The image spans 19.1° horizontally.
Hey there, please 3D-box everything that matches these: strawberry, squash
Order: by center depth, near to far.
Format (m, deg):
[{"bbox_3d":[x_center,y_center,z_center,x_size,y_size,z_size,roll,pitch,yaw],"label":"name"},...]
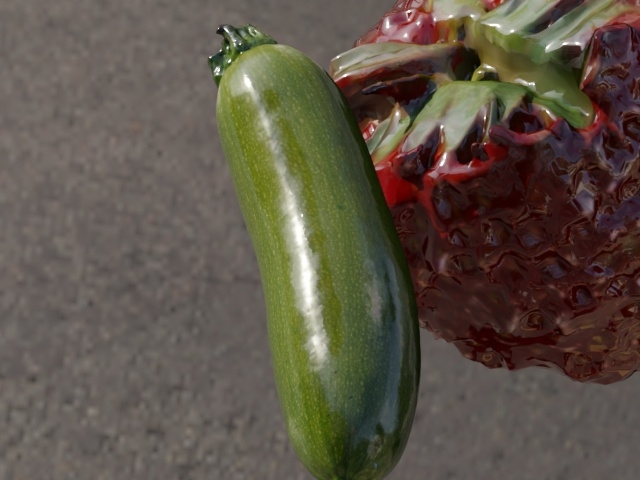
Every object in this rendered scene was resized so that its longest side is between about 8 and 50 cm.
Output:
[{"bbox_3d":[0.000,0.000,0.845,0.069,0.069,0.258,1,51,-19],"label":"squash"},{"bbox_3d":[0.138,-0.037,1.093,0.261,0.258,0.261,-21,36,16],"label":"strawberry"}]
